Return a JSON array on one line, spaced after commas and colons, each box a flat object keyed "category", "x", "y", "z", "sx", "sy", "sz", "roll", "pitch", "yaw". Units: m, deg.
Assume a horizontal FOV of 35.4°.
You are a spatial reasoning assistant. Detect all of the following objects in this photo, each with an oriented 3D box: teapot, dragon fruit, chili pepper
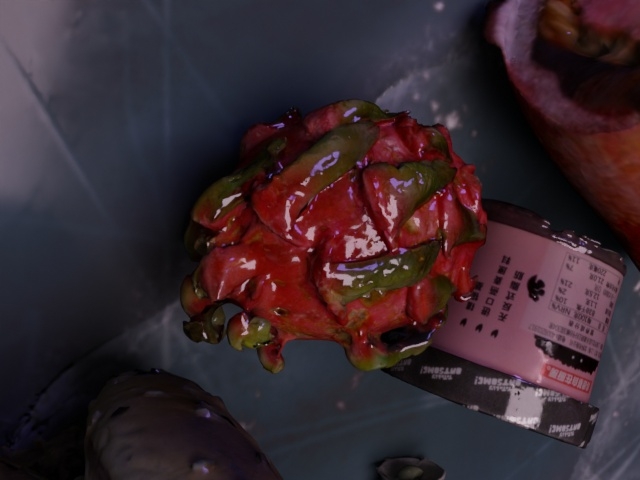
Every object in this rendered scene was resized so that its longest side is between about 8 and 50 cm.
[{"category": "teapot", "x": 0.071, "y": 0.197, "z": 0.759, "sx": 0.083, "sy": 0.064, "sz": 0.064, "roll": -19, "pitch": 113, "yaw": -59}, {"category": "dragon fruit", "x": 0.000, "y": 0.000, "z": 0.595, "sx": 0.172, "sy": 0.160, "sz": 0.166, "roll": -3, "pitch": 142, "yaw": -27}, {"category": "chili pepper", "x": 0.286, "y": -0.083, "z": 0.677, "sx": 0.305, "sy": 0.229, "sz": 0.251, "roll": 50, "pitch": 63, "yaw": -33}]

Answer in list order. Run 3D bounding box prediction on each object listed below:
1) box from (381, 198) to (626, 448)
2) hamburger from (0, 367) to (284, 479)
[{"category": "box", "x": 0.132, "y": 0.053, "z": 0.687, "sx": 0.151, "sy": 0.151, "sz": 0.135, "roll": 23, "pitch": 88, "yaw": -34}, {"category": "hamburger", "x": -0.083, "y": 0.215, "z": 0.543, "sx": 0.195, "sy": 0.277, "sz": 0.318, "roll": -30, "pitch": 125, "yaw": -13}]
